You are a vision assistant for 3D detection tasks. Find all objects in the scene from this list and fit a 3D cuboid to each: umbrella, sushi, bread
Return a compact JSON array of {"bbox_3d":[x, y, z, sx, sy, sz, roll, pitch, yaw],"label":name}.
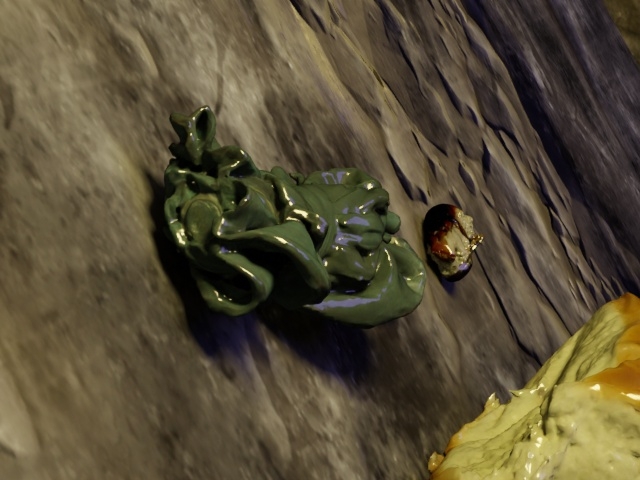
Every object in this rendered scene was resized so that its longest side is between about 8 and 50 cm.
[{"bbox_3d":[0.001,-0.003,1.236,0.349,0.094,0.143,17,52,-65],"label":"umbrella"},{"bbox_3d":[0.114,-0.005,1.569,0.046,0.044,0.083,53,20,-24],"label":"sushi"},{"bbox_3d":[0.224,0.187,1.331,0.250,0.225,0.279,60,16,-9],"label":"bread"}]
